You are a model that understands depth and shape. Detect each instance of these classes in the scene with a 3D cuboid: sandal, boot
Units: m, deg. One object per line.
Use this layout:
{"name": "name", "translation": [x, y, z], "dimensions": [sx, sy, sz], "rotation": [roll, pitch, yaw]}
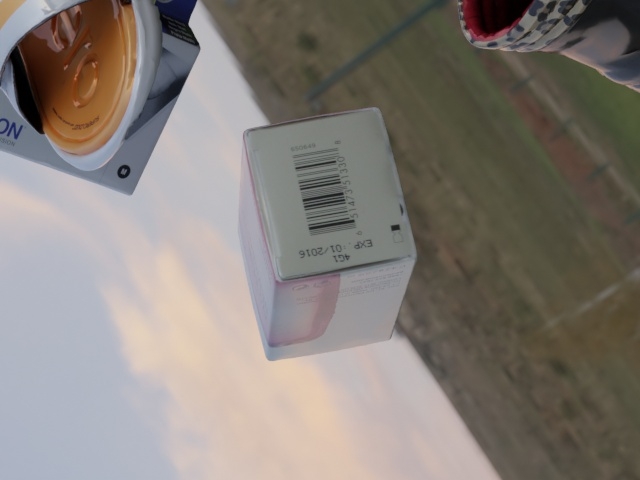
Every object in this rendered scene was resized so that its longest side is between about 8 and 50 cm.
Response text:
{"name": "sandal", "translation": [-0.159, -0.139, 0.856], "dimensions": [0.076, 0.102, 0.265], "rotation": [9, -140, -37]}
{"name": "boot", "translation": [0.291, -0.294, 1.409], "dimensions": [0.284, 0.377, 0.138], "rotation": [4, -147, -38]}

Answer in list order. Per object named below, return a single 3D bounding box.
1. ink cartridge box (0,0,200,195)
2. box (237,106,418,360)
{"name": "ink cartridge box", "translation": [-0.222, -0.174, 1.552], "dimensions": [0.223, 0.224, 0.045], "rotation": [18, -172, -40]}
{"name": "box", "translation": [0.000, 0.000, 1.530], "dimensions": [0.232, 0.127, 0.148], "rotation": [101, 157, -68]}
